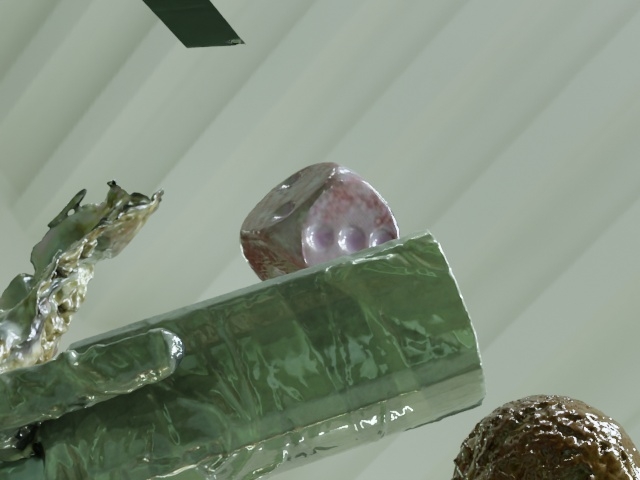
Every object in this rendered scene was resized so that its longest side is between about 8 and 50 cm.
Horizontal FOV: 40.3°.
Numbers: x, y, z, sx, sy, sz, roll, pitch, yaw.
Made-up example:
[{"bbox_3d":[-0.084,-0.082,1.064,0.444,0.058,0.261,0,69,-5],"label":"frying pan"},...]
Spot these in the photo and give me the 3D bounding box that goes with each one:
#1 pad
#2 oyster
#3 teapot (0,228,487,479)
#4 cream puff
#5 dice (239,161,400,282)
[{"bbox_3d":[-0.207,-0.354,1.362,0.116,0.193,0.004,2,-109,24],"label":"pad"},{"bbox_3d":[-0.268,0.064,0.835,0.201,0.354,0.107,-14,-65,43],"label":"oyster"},{"bbox_3d":[-0.039,0.058,0.353,0.200,0.107,0.077,-18,-116,-3],"label":"teapot"},{"bbox_3d":[0.248,0.319,1.003,0.212,0.303,0.303,0,-98,-9],"label":"cream puff"},{"bbox_3d":[0.000,0.000,0.680,0.091,0.093,0.094,-47,-156,-24],"label":"dice"}]
